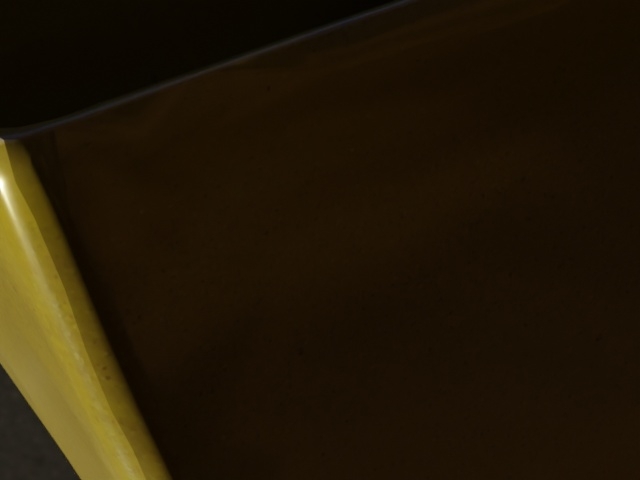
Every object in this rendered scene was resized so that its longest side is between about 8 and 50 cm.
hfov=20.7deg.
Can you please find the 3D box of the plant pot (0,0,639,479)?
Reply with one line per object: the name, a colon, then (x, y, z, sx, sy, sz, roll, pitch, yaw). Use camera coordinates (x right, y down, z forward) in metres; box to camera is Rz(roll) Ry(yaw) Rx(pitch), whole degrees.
plant pot: (0.000, 0.000, 0.512, 0.212, 0.212, 0.187, 32, 140, 60)
